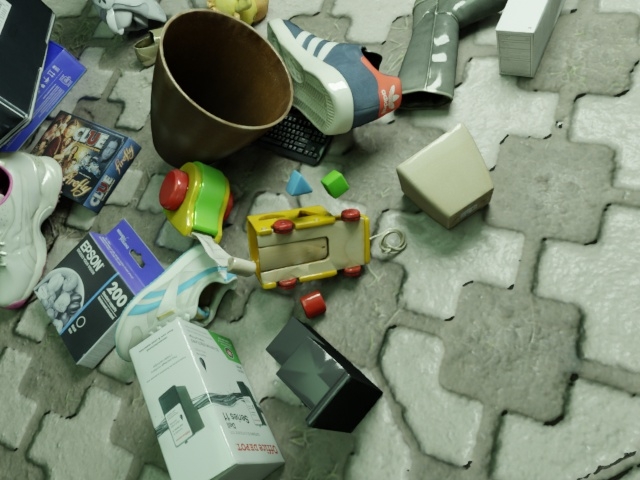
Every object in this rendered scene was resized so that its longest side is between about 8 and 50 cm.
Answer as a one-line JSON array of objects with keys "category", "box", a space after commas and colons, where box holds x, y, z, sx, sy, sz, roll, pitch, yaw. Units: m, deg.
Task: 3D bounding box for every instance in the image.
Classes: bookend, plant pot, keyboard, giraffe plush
[{"category": "bookend", "box": [-0.016, 0.162, 0.635, 0.156, 0.157, 0.072, 38, 85, 29]}, {"category": "plant pot", "box": [-0.195, -0.219, 0.835, 0.230, 0.216, 0.215, -35, 51, 49]}, {"category": "keyboard", "box": [-0.055, -0.205, 0.888, 0.180, 0.023, 0.108, 24, 78, 27]}, {"category": "plant pot", "box": [0.183, -0.080, 0.697, 0.109, 0.109, 0.096, -35, 72, 4]}, {"category": "giraffe plush", "box": [-0.175, -0.509, 1.001, 0.210, 0.181, 0.170, -26, 82, -2]}]

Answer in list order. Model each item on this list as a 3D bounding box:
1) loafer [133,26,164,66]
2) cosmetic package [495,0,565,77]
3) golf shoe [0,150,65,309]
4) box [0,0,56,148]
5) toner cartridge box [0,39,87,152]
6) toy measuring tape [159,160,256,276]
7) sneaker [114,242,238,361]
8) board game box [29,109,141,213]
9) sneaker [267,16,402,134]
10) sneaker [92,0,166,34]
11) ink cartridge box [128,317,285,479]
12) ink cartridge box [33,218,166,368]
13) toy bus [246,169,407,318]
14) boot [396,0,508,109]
[{"category": "loafer", "box": [-0.347, -0.442, 1.090, 0.148, 0.050, 0.056, -37, 60, 3]}, {"category": "cosmetic package", "box": [0.339, -0.382, 0.765, 0.061, 0.099, 0.238, 19, 75, 27]}, {"category": "golf shoe", "box": [-0.594, -0.023, 0.936, 0.115, 0.140, 0.305, 6, 84, 25]}, {"category": "box", "box": [-0.808, -0.304, 0.942, 0.472, 0.297, 0.479, -35, 47, 14]}, {"category": "toner cartridge box", "box": [-0.731, -0.325, 1.177, 0.165, 0.075, 0.347, 33, 83, 31]}, {"category": "toy measuring tape", "box": [-0.174, -0.053, 0.783, 0.121, 0.121, 0.330, -52, 38, -5]}, {"category": "sneaker", "box": [-0.231, 0.111, 0.784, 0.228, 0.087, 0.092, -47, 61, -1]}, {"category": "board game box", "box": [-0.509, -0.172, 1.041, 0.243, 0.042, 0.165, 23, 78, 28]}, {"category": "sneaker", "box": [0.016, -0.293, 0.850, 0.148, 0.131, 0.350, -18, 46, -16]}, {"category": "sneaker", "box": [-0.437, -0.612, 1.157, 0.138, 0.210, 0.365, -7, 31, 18]}, {"category": "ink cartridge box", "box": [-0.150, 0.226, 0.664, 0.087, 0.153, 0.208, -34, 61, 4]}, {"category": "ink cartridge box", "box": [-0.391, 0.081, 0.885, 0.208, 0.045, 0.206, -47, 59, -4]}, {"category": "toy bus", "box": [-0.011, -0.003, 0.732, 0.191, 0.202, 0.104, -50, 29, 4]}, {"category": "boot", "box": [0.214, -0.317, 0.800, 0.190, 0.076, 0.208, -5, 59, 35]}]
